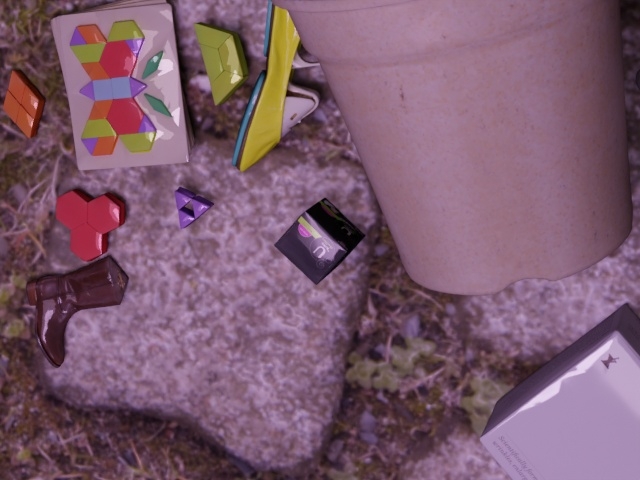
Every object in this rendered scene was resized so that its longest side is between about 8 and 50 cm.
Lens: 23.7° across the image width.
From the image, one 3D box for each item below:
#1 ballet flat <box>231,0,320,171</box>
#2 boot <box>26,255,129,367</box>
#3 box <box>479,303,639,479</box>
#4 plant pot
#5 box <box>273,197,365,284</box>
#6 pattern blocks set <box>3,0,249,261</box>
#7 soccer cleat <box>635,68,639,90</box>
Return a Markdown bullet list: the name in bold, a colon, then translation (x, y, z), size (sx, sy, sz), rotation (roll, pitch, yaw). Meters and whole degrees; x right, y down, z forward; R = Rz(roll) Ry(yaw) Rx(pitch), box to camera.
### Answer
- **ballet flat**: translation (-0.031, -0.173, 1.554), size (0.077, 0.077, 0.231), rotation (13, 104, -1)
- **boot**: translation (-0.261, 0.079, 1.689), size (0.114, 0.037, 0.106), rotation (-15, 96, 13)
- **box**: translation (0.288, 0.195, 1.518), size (0.182, 0.119, 0.181), rotation (-40, 89, 19)
- **plant pot**: translation (0.149, -0.129, 1.406), size (0.334, 0.334, 0.305), rotation (-9, 111, 17)
- **box**: translation (0.000, 0.000, 1.574), size (0.062, 0.083, 0.052), rotation (43, 109, 3)
- **pattern blocks set**: translation (-0.211, -0.161, 1.615), size (0.285, 0.026, 0.324), rotation (-19, 93, 22)
- **soccer cleat**: translation (0.425, -0.230, 1.402), size (0.331, 0.143, 0.116), rotation (-36, 96, -4)
